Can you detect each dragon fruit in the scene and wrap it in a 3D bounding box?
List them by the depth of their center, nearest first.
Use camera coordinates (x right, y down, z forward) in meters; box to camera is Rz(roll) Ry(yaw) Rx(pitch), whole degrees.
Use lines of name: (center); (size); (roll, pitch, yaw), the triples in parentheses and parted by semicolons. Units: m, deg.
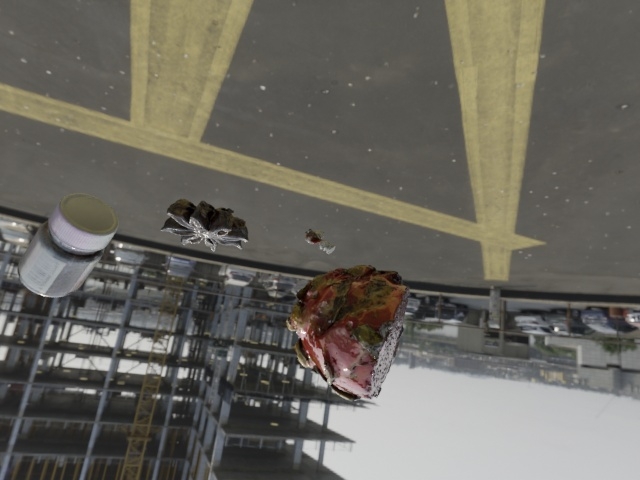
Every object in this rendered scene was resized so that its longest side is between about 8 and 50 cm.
dragon fruit: (0.047, 0.207, 0.967); (0.263, 0.296, 0.313); (17, 129, 19)

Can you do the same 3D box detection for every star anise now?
star anise: (-0.320, -0.051, 1.162); (0.224, 0.108, 0.236); (2, 159, 20)

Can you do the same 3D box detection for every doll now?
doll: (-0.003, 0.003, 1.068); (0.058, 0.085, 0.040); (-9, 139, -27)

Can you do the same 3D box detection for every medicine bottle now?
medicine bottle: (-0.681, 0.016, 1.105); (0.273, 0.165, 0.165); (-44, 139, 22)
